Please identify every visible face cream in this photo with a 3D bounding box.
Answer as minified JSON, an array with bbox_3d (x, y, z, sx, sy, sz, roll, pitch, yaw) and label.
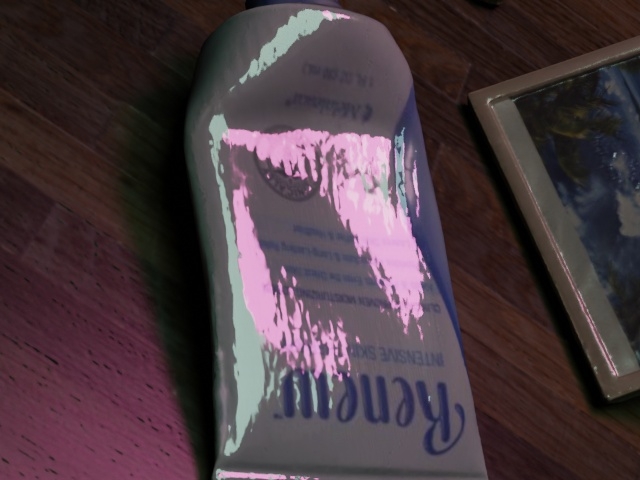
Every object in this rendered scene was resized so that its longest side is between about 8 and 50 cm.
[{"bbox_3d":[0.000,0.000,1.141,0.234,0.137,0.420,9,63,-35],"label":"face cream"}]

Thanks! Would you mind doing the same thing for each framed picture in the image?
[{"bbox_3d":[0.285,-0.033,1.336,0.232,0.024,0.315,-20,63,-4],"label":"framed picture"}]

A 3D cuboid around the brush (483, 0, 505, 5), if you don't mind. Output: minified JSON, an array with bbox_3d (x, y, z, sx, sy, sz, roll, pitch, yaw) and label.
[{"bbox_3d":[0.074,-0.309,1.506,0.266,0.027,0.062,32,42,-7],"label":"brush"}]
